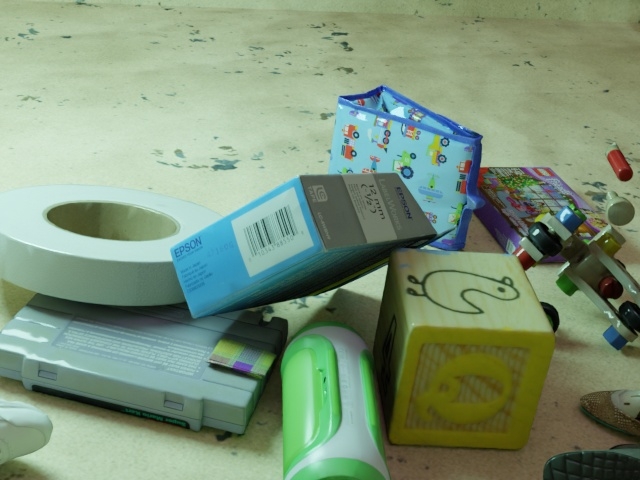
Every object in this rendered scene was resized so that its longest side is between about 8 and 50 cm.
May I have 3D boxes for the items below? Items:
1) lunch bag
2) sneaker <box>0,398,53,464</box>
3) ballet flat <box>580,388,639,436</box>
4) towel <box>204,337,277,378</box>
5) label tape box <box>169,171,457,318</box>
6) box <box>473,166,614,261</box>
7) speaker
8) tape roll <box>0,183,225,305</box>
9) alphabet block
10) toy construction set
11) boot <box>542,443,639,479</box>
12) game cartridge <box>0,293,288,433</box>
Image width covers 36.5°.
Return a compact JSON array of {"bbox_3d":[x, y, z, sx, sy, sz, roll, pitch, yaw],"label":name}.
[{"bbox_3d":[0.164,-0.121,1.737,0.293,0.220,0.138,29,35,34],"label":"lunch bag"},{"bbox_3d":[-0.410,0.254,1.076,0.232,0.090,0.115,-13,40,-17],"label":"sneaker"},{"bbox_3d":[0.455,0.239,1.311,0.206,0.067,0.073,23,32,26],"label":"ballet flat"},{"bbox_3d":[-0.104,0.155,1.277,0.083,0.009,0.060,14,28,10],"label":"towel"},{"bbox_3d":[0.000,0.000,1.377,0.348,0.249,0.115,-10,75,-54],"label":"label tape box"},{"bbox_3d":[0.405,-0.055,1.844,0.201,0.057,0.293,-1,30,-16],"label":"box"},{"bbox_3d":[0.014,0.222,1.175,0.131,0.131,0.296,5,29,-5],"label":"speaker"},{"bbox_3d":[-0.319,-0.002,1.484,0.392,0.071,0.392,9,16,-3],"label":"tape roll"},{"bbox_3d":[0.181,0.142,1.295,0.193,0.193,0.197,2,29,-6],"label":"alphabet block"},{"bbox_3d":[0.426,-0.008,1.542,0.258,0.308,0.237,16,24,0],"label":"toy construction set"},{"bbox_3d":[0.378,0.286,1.184,0.247,0.083,0.161,1,-1,-2],"label":"boot"},{"bbox_3d":[-0.242,0.148,1.324,0.355,0.068,0.230,12,33,8],"label":"game cartridge"}]
